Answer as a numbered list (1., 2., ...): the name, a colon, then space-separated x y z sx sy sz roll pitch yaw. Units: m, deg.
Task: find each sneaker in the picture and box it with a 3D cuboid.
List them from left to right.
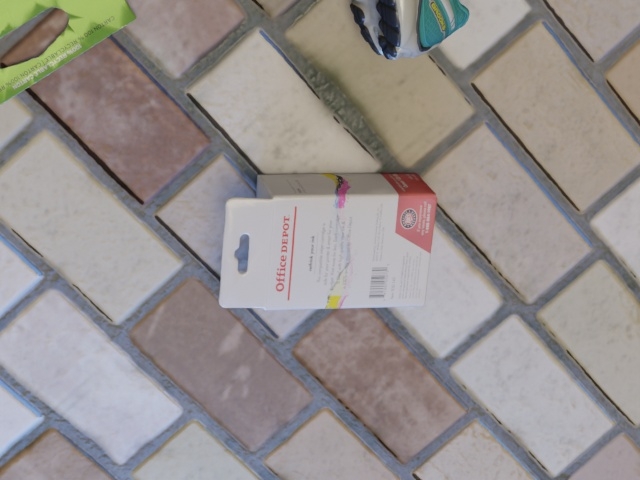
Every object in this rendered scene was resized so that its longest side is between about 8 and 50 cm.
1. sneaker: 0.074 -0.295 1.417 0.110 0.107 0.275 -22 122 -26

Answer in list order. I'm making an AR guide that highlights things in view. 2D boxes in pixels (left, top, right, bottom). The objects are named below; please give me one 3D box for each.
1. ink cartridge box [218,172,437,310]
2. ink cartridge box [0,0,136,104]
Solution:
1. ink cartridge box: 0.000 0.000 1.520 0.198 0.067 0.115 0 111 -16
2. ink cartridge box: -0.286 -0.229 1.338 0.189 0.097 0.255 -33 115 0
